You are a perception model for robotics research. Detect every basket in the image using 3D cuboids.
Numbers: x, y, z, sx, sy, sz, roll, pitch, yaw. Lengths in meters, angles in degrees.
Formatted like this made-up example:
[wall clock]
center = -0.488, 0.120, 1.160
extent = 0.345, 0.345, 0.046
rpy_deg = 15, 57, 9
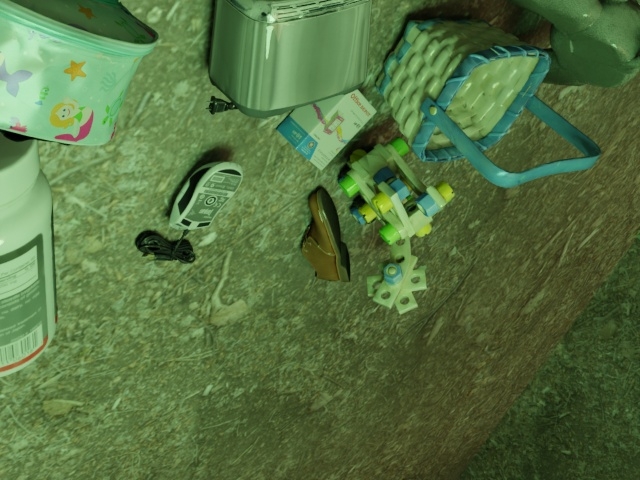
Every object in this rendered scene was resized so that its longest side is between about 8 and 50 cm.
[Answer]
[basket]
center = 0.246, -0.193, 1.216
extent = 0.255, 0.289, 0.201
rpy_deg = -11, 137, -41

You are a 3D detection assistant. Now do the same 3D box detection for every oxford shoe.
[oxford shoe]
center = 0.000, 0.000, 1.397
extent = 0.076, 0.076, 0.212
rpy_deg = -3, 136, 9

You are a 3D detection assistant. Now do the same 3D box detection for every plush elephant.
[plush elephant]
center = 0.467, -0.382, 1.295
extent = 0.255, 0.330, 0.272
rpy_deg = -55, 146, -17

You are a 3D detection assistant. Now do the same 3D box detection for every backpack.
[backpack]
center = -0.254, -0.189, 0.655
extent = 0.225, 0.253, 0.191
rpy_deg = 8, 123, -53

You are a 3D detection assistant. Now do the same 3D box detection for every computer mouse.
[computer mouse]
center = -0.175, -0.045, 1.152
extent = 0.106, 0.042, 0.193
rpy_deg = 9, 128, -49

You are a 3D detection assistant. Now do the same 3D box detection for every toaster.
[toaster]
center = -0.040, -0.243, 0.975
extent = 0.227, 0.129, 0.146
rpy_deg = -22, 140, -30

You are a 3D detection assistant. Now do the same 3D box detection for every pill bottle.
[pill bottle]
center = -0.360, 0.001, 0.863
extent = 0.161, 0.161, 0.283
rpy_deg = -22, 144, -33

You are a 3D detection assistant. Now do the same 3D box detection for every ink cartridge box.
[ink cartridge box]
center = 0.010, -0.173, 1.196
extent = 0.122, 0.052, 0.088
rpy_deg = -48, 150, 5

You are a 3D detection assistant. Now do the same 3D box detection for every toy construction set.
[toy construction set]
center = 0.122, -0.034, 1.344
extent = 0.151, 0.215, 0.327
rpy_deg = -32, 148, -19
